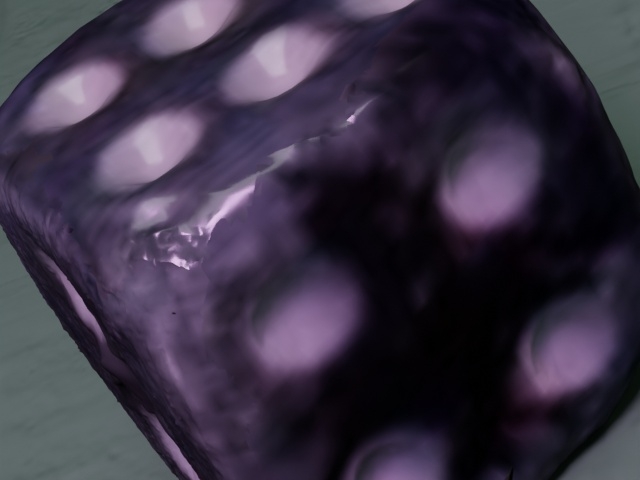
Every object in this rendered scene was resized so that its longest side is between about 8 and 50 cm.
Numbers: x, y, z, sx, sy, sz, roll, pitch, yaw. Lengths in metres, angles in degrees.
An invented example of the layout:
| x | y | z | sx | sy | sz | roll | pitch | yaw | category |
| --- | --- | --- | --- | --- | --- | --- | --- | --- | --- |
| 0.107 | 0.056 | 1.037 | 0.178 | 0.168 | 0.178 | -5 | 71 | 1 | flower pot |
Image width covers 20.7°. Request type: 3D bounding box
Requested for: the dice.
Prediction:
| x | y | z | sx | sy | sz | roll | pitch | yaw | category |
| --- | --- | --- | --- | --- | --- | --- | --- | --- | --- |
| 0.000 | 0.000 | 0.642 | 0.182 | 0.183 | 0.181 | -37 | 33 | -14 | dice |

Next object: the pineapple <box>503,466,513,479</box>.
| x | y | z | sx | sy | sz | roll | pitch | yaw | category |
| --- | --- | --- | --- | --- | --- | --- | --- | --- | --- |
| -0.065 | 0.191 | 0.474 | 0.362 | 0.202 | 0.202 | -26 | 29 | -29 | pineapple |
